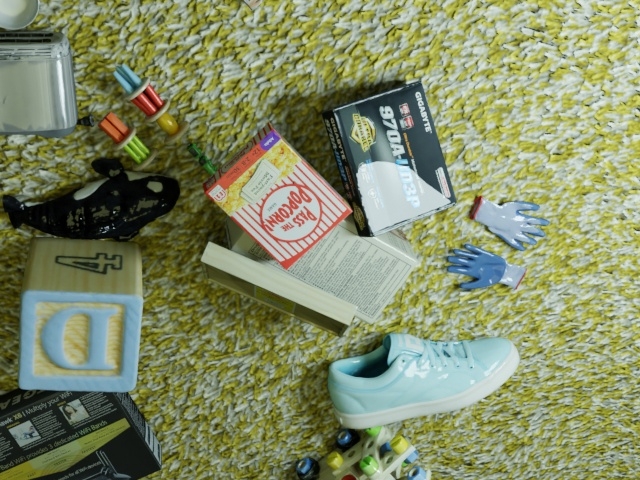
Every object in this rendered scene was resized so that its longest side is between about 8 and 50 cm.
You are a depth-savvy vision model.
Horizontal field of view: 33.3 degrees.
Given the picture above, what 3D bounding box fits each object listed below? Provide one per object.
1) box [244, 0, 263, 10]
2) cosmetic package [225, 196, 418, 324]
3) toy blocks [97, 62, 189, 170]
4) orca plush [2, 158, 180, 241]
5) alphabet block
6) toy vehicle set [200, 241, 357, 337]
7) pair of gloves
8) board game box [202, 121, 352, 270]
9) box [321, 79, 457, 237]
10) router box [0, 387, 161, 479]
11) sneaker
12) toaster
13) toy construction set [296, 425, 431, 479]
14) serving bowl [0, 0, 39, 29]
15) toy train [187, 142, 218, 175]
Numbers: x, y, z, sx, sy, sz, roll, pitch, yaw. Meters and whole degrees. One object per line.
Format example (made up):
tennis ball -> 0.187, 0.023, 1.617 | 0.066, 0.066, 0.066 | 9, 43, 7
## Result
box -> -0.131, -0.467, 1.636 | 0.114, 0.036, 0.207 | -39, 116, 10
cosmetic package -> 0.000, 0.000, 1.838 | 0.296, 0.129, 0.153 | 30, 108, -22
toy blocks -> -0.304, -0.202, 1.725 | 0.123, 0.054, 0.148 | -38, 116, 6
orca plush -> -0.376, -0.051, 1.761 | 0.287, 0.102, 0.151 | 4, 115, -12
alphabet block -> -0.399, 0.122, 1.790 | 0.193, 0.197, 0.192 | 5, 114, -12
toy vehicle set -> -0.072, 0.087, 1.809 | 0.267, 0.166, 0.035 | 24, 77, 0
pair of gloves -> 0.323, 0.010, 1.960 | 0.159, 0.023, 0.198 | 18, 111, -16
board game box -> -0.067, -0.068, 1.695 | 0.147, 0.045, 0.193 | -43, 114, 8
box -> 0.115, -0.134, 1.766 | 0.175, 0.051, 0.220 | -20, 98, -23
router box -> -0.482, 0.373, 1.963 | 0.309, 0.081, 0.243 | -23, 117, 2
sneaker -> 0.187, 0.234, 1.983 | 0.366, 0.135, 0.150 | -19, 121, -1
toaster -> -0.461, -0.239, 1.640 | 0.227, 0.129, 0.146 | -1, 114, -8
toy construction set -> 0.044, 0.461, 2.023 | 0.327, 0.215, 0.151 | -25, 117, 3
serving bowl -> -0.471, -0.366, 1.631 | 0.083, 0.027, 0.083 | -4, 116, -9
toy train -> -0.194, -0.130, 1.798 | 0.017, 0.024, 0.083 | -37, 116, 9
